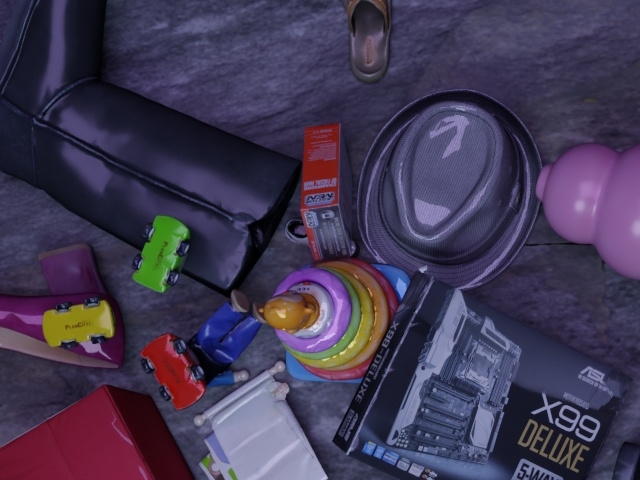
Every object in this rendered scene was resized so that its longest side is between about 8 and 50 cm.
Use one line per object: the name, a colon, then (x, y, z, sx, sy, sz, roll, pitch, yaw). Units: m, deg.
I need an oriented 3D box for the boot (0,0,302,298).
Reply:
boot: (-0.225, -0.177, 1.842, 0.445, 0.146, 0.367, 28, 96, 14)

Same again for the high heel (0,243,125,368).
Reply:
high heel: (-0.457, 0.145, 1.846, 0.377, 0.127, 0.181, -22, 70, 3)

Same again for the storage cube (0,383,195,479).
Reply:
storage cube: (-0.280, 0.318, 1.762, 0.183, 0.215, 0.193, -32, 73, 5)

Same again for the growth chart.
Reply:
growth chart: (-0.080, 0.296, 1.796, 0.172, 0.021, 0.237, -29, 63, 7)

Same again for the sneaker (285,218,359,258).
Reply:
sneaker: (0.000, 0.000, 1.838, 0.109, 0.044, 0.040, 18, 84, 9)

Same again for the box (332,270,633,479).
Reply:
box: (0.205, 0.212, 1.701, 0.307, 0.076, 0.242, 28, 88, -15)

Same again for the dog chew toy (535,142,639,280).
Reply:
dog chew toy: (0.432, -0.030, 1.700, 0.331, 0.206, 0.207, 16, 86, 19)

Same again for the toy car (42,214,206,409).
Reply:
toy car: (-0.220, 0.074, 1.757, 0.239, 0.053, 0.225, 24, 98, 11)

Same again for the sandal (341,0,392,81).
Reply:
sandal: (0.062, -0.308, 1.862, 0.072, 0.049, 0.180, -5, 82, 9)

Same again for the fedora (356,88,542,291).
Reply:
fedora: (0.165, -0.073, 1.778, 0.243, 0.124, 0.275, 26, 88, 12)

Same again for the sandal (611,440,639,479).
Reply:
sandal: (0.353, 0.378, 1.715, 0.054, 0.097, 0.255, 12, 75, 22)

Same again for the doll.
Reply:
doll: (-0.145, 0.153, 1.818, 0.189, 0.129, 0.046, -46, 33, 20)

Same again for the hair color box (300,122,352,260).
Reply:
hair color box: (0.009, -0.065, 1.776, 0.053, 0.093, 0.167, -8, 41, 8)

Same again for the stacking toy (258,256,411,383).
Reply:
stacking toy: (-0.004, 0.092, 1.692, 0.175, 0.302, 0.166, 1, 84, 19)
